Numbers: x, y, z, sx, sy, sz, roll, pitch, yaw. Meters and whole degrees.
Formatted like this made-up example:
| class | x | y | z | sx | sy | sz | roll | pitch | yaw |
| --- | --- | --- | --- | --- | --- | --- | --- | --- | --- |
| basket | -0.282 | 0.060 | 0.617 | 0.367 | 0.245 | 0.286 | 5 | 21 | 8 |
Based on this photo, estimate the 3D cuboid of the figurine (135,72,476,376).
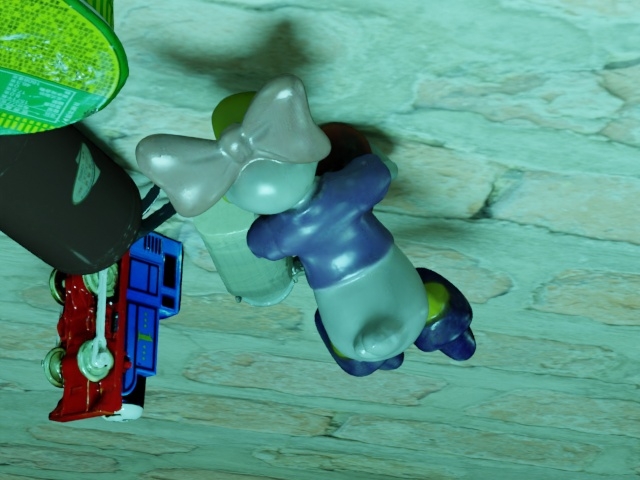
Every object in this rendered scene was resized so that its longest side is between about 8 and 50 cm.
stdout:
| class | x | y | z | sx | sy | sz | roll | pitch | yaw |
| --- | --- | --- | --- | --- | --- | --- | --- | --- | --- |
| figurine | 0.001 | 0.000 | 1.417 | 0.154 | 0.193 | 0.421 | -26 | 132 | 12 |

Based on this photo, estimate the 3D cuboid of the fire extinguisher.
| class | x | y | z | sx | sy | sz | roll | pitch | yaw |
| --- | --- | --- | --- | --- | --- | --- | --- | --- | --- |
| fire extinguisher | -0.239 | -0.057 | 1.477 | 0.135 | 0.114 | 0.337 | -43 | 149 | 0 |

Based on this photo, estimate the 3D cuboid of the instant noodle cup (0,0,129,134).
| class | x | y | z | sx | sy | sz | roll | pitch | yaw |
| --- | --- | --- | --- | --- | --- | --- | --- | --- | --- |
| instant noodle cup | -0.192 | -0.204 | 0.917 | 0.207 | 0.233 | 0.207 | 4 | 158 | 2 |

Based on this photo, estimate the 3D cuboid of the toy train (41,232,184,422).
| class | x | y | z | sx | sy | sz | roll | pitch | yaw |
| --- | --- | --- | --- | --- | --- | --- | --- | --- | --- |
| toy train | -0.209 | 0.085 | 1.697 | 0.082 | 0.204 | 0.131 | -13 | 157 | 39 |

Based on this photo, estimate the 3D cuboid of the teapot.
| class | x | y | z | sx | sy | sz | roll | pitch | yaw |
| --- | --- | --- | --- | --- | --- | --- | --- | --- | --- |
| teapot | -0.055 | -0.004 | 1.613 | 0.107 | 0.077 | 0.200 | -11 | 156 | 3 |
